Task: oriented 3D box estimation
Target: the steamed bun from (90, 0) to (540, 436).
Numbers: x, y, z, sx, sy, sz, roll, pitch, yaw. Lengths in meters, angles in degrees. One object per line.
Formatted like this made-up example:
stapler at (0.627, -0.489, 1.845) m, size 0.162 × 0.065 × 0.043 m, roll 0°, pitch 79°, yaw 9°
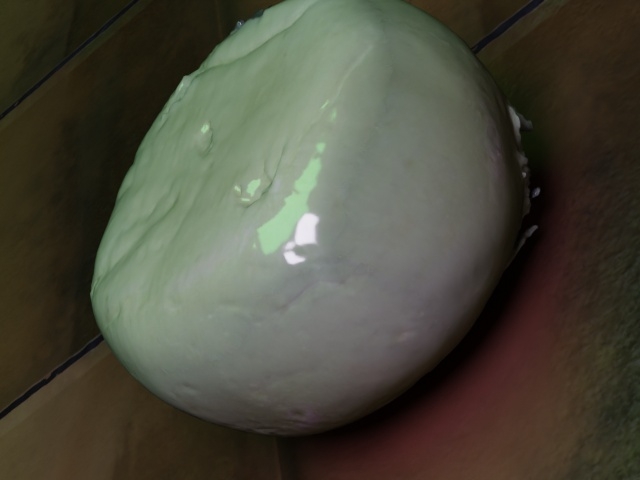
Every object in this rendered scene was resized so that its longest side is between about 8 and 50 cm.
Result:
steamed bun at (0.000, 0.000, 1.284) m, size 0.334 × 0.233 × 0.312 m, roll -9°, pitch 54°, yaw 57°
